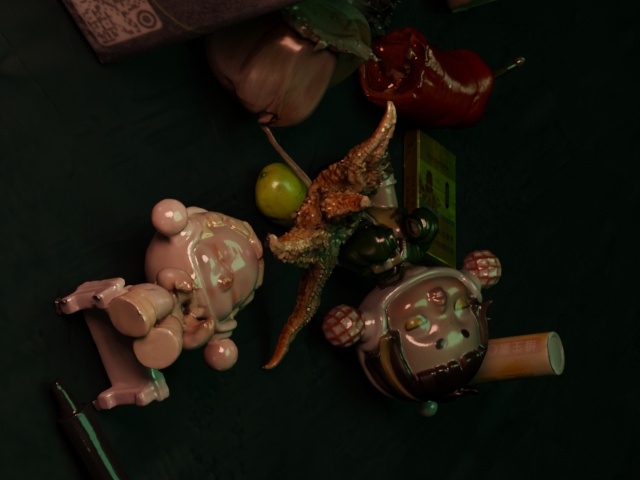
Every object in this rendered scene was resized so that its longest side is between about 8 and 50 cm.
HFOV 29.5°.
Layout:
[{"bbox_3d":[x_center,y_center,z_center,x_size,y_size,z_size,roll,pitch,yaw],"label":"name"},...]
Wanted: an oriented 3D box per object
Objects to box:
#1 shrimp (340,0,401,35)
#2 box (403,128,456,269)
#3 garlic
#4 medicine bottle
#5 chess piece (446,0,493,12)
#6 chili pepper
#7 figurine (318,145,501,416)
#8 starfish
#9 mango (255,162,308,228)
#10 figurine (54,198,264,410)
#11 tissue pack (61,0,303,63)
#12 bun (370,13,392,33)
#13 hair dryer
[{"bbox_3d":[-0.014,-0.347,1.577,0.289,0.178,0.075,6,119,-53],"label":"shrimp"},{"bbox_3d":[0.169,-0.061,1.868,0.121,0.030,0.193,28,57,-51],"label":"box"},{"bbox_3d":[-0.015,-0.190,1.437,0.207,0.207,0.257,-14,86,-58],"label":"garlic"},{"bbox_3d":[0.233,0.171,1.722,0.074,0.218,0.074,25,59,-53],"label":"medicine bottle"},{"bbox_3d":[0.255,-0.620,2.015,0.234,0.234,0.442,-23,96,-57],"label":"chess piece"},{"bbox_3d":[0.194,-0.228,1.854,0.338,0.134,0.131,4,74,-55],"label":"chili pepper"},{"bbox_3d":[0.106,0.059,1.623,0.281,0.167,0.370,-21,89,-26],"label":"figurine"},{"bbox_3d":[0.001,-0.015,1.360,0.301,0.084,0.293,-58,176,-15],"label":"starfish"},{"bbox_3d":[-0.042,-0.052,1.514,0.108,0.056,0.073,54,39,-50],"label":"mango"},{"bbox_3d":[-0.143,0.058,1.262,0.182,0.144,0.256,54,38,-2],"label":"figurine"},{"bbox_3d":[-0.114,-0.350,1.169,0.288,0.394,0.124,61,36,-25],"label":"tissue pack"},{"bbox_3d":[0.067,-0.370,1.751,0.141,0.083,0.141,17,69,-52],"label":"bun"},{"bbox_3d":[-0.206,0.251,1.171,0.255,0.070,0.128,61,36,-14],"label":"hair dryer"}]
